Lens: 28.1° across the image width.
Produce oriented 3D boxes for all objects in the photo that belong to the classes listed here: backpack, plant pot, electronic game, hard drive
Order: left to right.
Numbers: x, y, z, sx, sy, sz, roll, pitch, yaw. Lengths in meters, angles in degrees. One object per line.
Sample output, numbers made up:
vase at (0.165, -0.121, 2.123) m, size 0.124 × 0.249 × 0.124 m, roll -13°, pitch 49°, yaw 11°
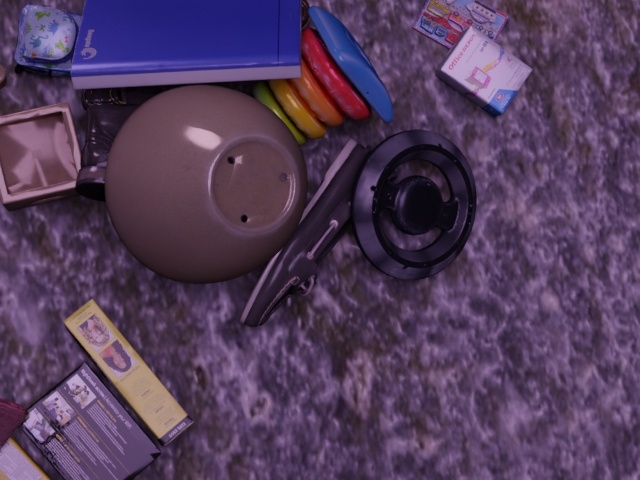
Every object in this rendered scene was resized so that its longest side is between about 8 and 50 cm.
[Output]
backpack at (-0.396, -0.298, 1.921) m, size 0.114 × 0.084 × 0.105 m, roll 9°, pitch 83°, yaw -9°
hard drive at (-0.187, -0.302, 1.848) m, size 0.319 × 0.040 × 0.210 m, roll -3°, pitch 45°, yaw 2°
plant pot at (-0.130, -0.075, 1.741) m, size 0.284 × 0.191 × 0.284 m, roll -2°, pitch 94°, yaw -26°
electronic game at (0.144, -0.053, 1.939) m, size 0.229 × 0.048 × 0.229 m, roll -4°, pitch 98°, yaw -31°

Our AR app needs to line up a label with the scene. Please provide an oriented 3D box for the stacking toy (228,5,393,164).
stacking toy at (-0.057, -0.192, 1.930) m, size 0.302 × 0.175 × 0.166 m, roll -36°, pitch 44°, yaw 10°

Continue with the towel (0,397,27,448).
towel at (-0.569, 0.331, 1.731) m, size 0.037 × 0.237 × 0.329 m, roll 38°, pitch 89°, yaw 32°

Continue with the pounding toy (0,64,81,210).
pounding toy at (-0.452, -0.153, 1.887) m, size 0.181 × 0.094 × 0.206 m, roll -14°, pitch 86°, yaw -9°

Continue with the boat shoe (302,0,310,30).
boat shoe at (-0.136, -0.385, 1.960) m, size 0.257 × 0.095 × 0.095 m, roll 18°, pitch 80°, yaw -5°

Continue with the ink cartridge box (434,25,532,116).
ink cartridge box at (0.255, -0.265, 2.011) m, size 0.122 × 0.052 × 0.088 m, roll 34°, pitch 87°, yaw -4°

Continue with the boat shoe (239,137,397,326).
boat shoe at (0.000, 0.000, 1.919) m, size 0.095 × 0.112 × 0.335 m, roll 32°, pitch 76°, yaw 2°

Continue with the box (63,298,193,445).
box at (-0.281, 0.195, 1.869) m, size 0.058 × 0.087 × 0.232 m, roll -40°, pitch 88°, yaw -13°

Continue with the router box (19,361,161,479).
router box at (-0.338, 0.287, 1.867) m, size 0.133 × 0.046 × 0.179 m, roll -40°, pitch 89°, yaw -11°

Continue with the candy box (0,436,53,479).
candy box at (-0.453, 0.356, 1.852) m, size 0.105 × 0.027 × 0.206 m, roll -43°, pitch 90°, yaw -11°

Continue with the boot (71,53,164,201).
boot at (-0.243, -0.162, 1.881) m, size 0.263 × 0.091 × 0.229 m, roll 12°, pitch 66°, yaw -25°

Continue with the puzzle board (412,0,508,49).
puzzle board at (0.225, -0.350, 2.046) m, size 0.128 × 0.011 × 0.096 m, roll 29°, pitch 80°, yaw -3°
